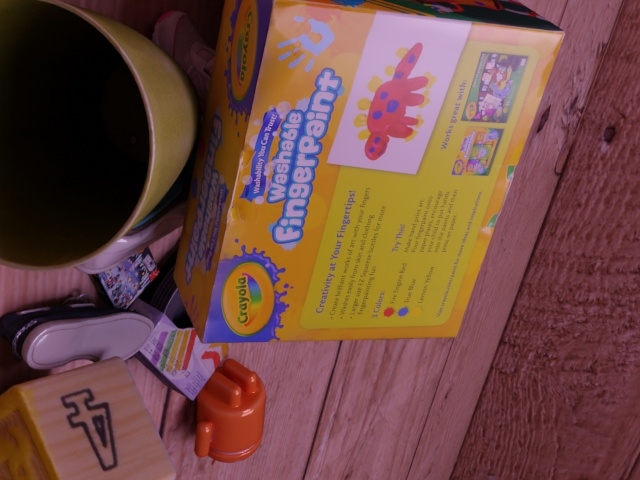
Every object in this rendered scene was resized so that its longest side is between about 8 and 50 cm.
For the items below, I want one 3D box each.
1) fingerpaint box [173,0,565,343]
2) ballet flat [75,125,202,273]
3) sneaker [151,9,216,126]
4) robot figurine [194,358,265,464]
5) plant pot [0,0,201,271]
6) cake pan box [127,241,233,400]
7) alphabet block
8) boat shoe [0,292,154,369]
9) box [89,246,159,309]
[{"bbox_3d":[0.042,-0.098,1.279,0.371,0.163,0.444,0,121,-24],"label":"fingerpaint box"},{"bbox_3d":[-0.212,-0.066,1.408,0.400,0.139,0.139,-38,147,-54],"label":"ballet flat"},{"bbox_3d":[-0.124,-0.198,1.351,0.252,0.111,0.103,57,34,-26],"label":"sneaker"},{"bbox_3d":[-0.163,0.319,1.886,0.158,0.128,0.219,-92,-173,-51],"label":"robot figurine"},{"bbox_3d":[-0.252,-0.132,1.141,0.293,0.275,0.274,-39,151,-71],"label":"plant pot"},{"bbox_3d":[-0.201,0.109,1.670,0.245,0.070,0.267,-56,154,-17],"label":"cake pan box"},{"bbox_3d":[-0.346,0.290,1.359,0.192,0.193,0.197,-35,168,29],"label":"alphabet block"},{"bbox_3d":[-0.333,0.127,1.420,0.254,0.079,0.095,-5,123,-58],"label":"boat shoe"},{"bbox_3d":[-0.286,0.036,1.476,0.094,0.027,0.137,-51,153,-24],"label":"box"}]
